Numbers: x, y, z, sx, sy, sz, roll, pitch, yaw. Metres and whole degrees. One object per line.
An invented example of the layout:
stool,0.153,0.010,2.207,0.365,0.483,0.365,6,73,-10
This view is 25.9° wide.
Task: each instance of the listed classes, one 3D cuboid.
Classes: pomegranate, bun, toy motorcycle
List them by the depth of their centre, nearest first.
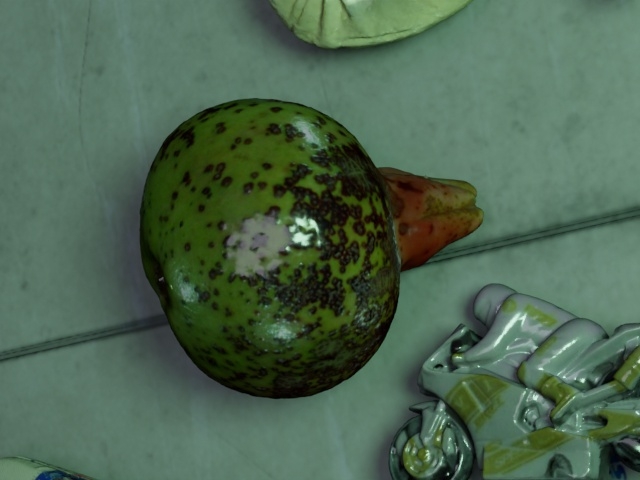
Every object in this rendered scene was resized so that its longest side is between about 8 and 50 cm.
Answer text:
toy motorcycle,0.146,0.096,0.953,0.225,0.073,0.152,-14,64,27
pomegranate,0.000,0.000,0.984,0.247,0.214,0.214,-10,79,-16
bun,0.040,-0.224,1.011,0.188,0.111,0.164,-18,82,17

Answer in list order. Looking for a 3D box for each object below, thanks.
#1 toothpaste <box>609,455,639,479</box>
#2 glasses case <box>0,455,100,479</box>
toothpaste,0.303,0.126,0.901,0.323,0.066,0.100,-26,72,26
glasses case,-0.145,0.260,1.062,0.327,0.076,0.125,15,90,22
